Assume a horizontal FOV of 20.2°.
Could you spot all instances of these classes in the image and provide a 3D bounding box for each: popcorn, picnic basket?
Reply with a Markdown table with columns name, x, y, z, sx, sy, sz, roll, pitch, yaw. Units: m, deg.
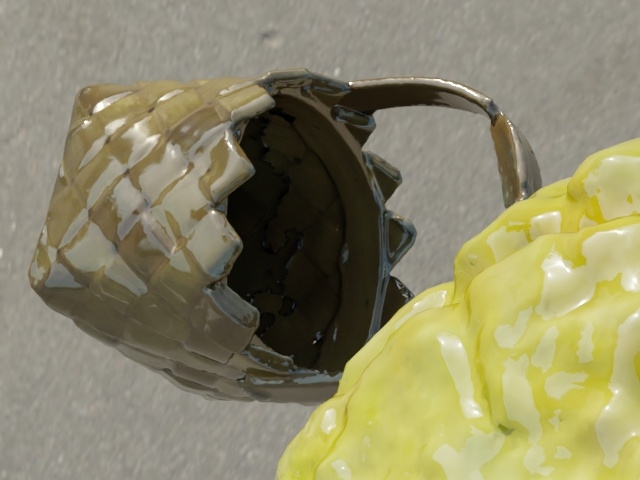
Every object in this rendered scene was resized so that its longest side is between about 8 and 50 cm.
| name | x | y | z | sx | sy | sz | roll | pitch | yaw |
| --- | --- | --- | --- | --- | --- | --- | --- | --- | --- |
| popcorn | 0.078 | 0.105 | 0.464 | 0.174 | 0.225 | 0.286 | 32 | 76 | -39 |
| picnic basket | 0.000 | 0.000 | 0.672 | 0.179 | 0.138 | 0.128 | -7 | 64 | 28 |
